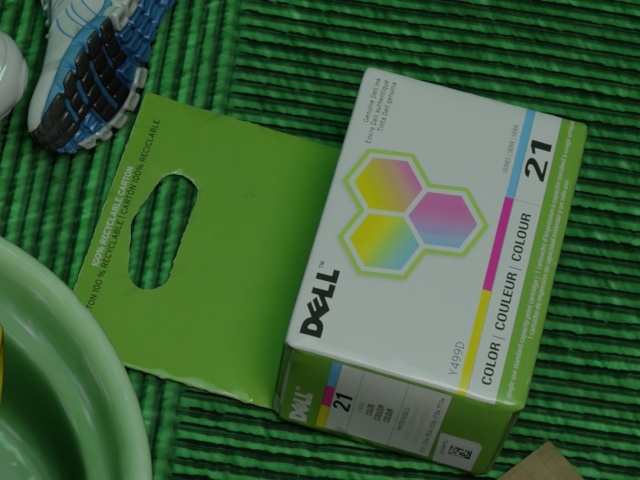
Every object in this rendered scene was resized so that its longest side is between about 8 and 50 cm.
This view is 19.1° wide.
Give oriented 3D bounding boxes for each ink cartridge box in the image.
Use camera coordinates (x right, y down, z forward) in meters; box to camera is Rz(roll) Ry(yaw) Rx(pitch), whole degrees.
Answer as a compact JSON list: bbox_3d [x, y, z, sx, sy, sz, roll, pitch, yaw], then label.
[{"bbox_3d":[0.000,0.000,1.064,0.255,0.097,0.189,16,61,1],"label":"ink cartridge box"}]

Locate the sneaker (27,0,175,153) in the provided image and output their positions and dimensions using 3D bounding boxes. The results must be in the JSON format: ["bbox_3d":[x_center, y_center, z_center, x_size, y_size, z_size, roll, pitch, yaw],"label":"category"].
[{"bbox_3d":[-0.142,-0.134,1.148,0.083,0.071,0.191,10,59,22],"label":"sneaker"}]

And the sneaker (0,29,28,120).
[{"bbox_3d":[-0.283,-0.104,1.072,0.232,0.115,0.090,-1,62,-4],"label":"sneaker"}]

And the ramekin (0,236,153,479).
[{"bbox_3d":[-0.235,0.144,0.927,0.303,0.148,0.303,3,61,-5],"label":"ramekin"}]

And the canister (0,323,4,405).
[{"bbox_3d":[-0.228,0.086,0.833,0.170,0.073,0.126,4,61,-6],"label":"canister"}]

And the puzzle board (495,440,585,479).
[{"bbox_3d":[0.129,0.183,1.028,0.096,0.011,0.128,-33,69,-21],"label":"puzzle board"}]
